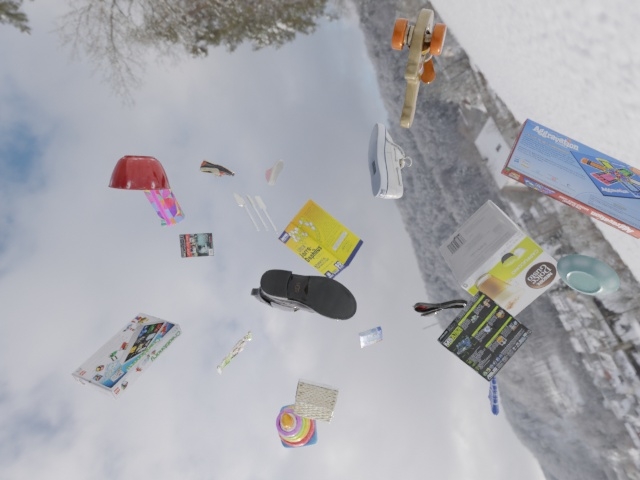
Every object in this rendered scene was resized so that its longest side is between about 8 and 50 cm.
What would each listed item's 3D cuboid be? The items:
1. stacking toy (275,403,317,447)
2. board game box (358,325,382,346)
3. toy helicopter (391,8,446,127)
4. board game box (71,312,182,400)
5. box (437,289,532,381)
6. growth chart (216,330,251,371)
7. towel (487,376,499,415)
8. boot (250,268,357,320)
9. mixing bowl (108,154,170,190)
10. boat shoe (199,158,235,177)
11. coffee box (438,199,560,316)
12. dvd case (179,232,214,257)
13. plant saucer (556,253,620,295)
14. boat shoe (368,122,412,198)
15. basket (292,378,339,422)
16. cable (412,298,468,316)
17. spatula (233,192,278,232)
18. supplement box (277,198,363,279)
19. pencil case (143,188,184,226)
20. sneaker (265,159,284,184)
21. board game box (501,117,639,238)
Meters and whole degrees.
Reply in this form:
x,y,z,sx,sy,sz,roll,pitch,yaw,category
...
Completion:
x,y,z,sx,sy,sz,roll,pitch,yaw,category
-0.118,0.738,1.763,0.301,0.166,0.175,72,-170,-63,stacking toy
0.196,0.376,1.706,0.090,0.090,0.020,78,175,-49,board game box
0.297,-0.531,1.373,0.234,0.140,0.354,-62,-19,-49,toy helicopter
-0.648,0.380,1.484,0.305,0.193,0.053,-50,-39,-45,board game box
0.461,0.270,1.233,0.184,0.190,0.045,38,-176,-1,box
-0.402,0.527,2.053,0.021,0.237,0.172,38,162,12,growth chart
0.699,0.518,1.798,0.243,0.040,0.335,12,-105,-70,towel
-0.050,0.148,1.125,0.229,0.263,0.091,116,173,-70,boot
-0.559,-0.212,1.356,0.181,0.182,0.098,-29,-55,-68,mixing bowl
-0.342,-0.231,1.447,0.043,0.137,0.049,-66,-23,-6,boat shoe
0.814,0.089,1.997,0.335,0.337,0.338,35,-160,-19,coffee box
-0.451,0.017,1.596,0.013,0.120,0.087,-99,5,-83,dvd case
0.896,0.129,1.481,0.037,0.195,0.194,-48,-65,-24,plant saucer
0.291,-0.324,1.788,0.157,0.135,0.366,8,-125,-13,boat shoe
-0.021,0.628,1.706,0.103,0.168,0.113,-71,-6,-54,basket
0.571,0.310,2.131,0.140,0.287,0.072,34,-132,-23,cable
-0.300,-0.129,2.050,0.168,0.019,0.241,6,-134,-52,spatula
0.000,0.000,2.223,0.357,0.194,0.195,38,-128,-3,supplement box
-0.591,-0.160,1.613,0.104,0.105,0.236,-87,-18,-52,pencil case
-0.223,-0.335,2.070,0.051,0.134,0.070,7,-148,-41,sneaker
0.514,-0.128,0.866,0.282,0.145,0.027,28,157,8,board game box
